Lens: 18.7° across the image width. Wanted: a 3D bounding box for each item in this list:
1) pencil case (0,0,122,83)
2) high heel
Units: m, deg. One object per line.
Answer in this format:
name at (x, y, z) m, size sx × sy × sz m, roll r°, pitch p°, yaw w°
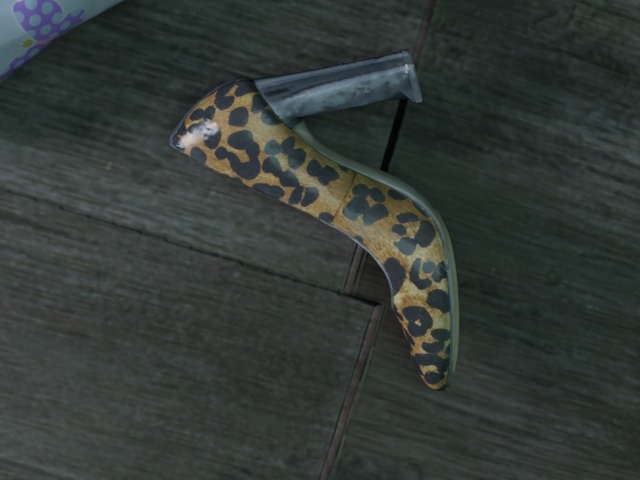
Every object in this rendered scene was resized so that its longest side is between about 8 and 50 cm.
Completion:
pencil case at (-0.206, -0.181, 1.345) m, size 0.273 × 0.113 × 0.124 m, roll -37°, pitch 109°, yaw -9°
high heel at (0.000, 0.000, 1.433) m, size 0.186 × 0.093 × 0.261 m, roll -12°, pitch 99°, yaw -2°
